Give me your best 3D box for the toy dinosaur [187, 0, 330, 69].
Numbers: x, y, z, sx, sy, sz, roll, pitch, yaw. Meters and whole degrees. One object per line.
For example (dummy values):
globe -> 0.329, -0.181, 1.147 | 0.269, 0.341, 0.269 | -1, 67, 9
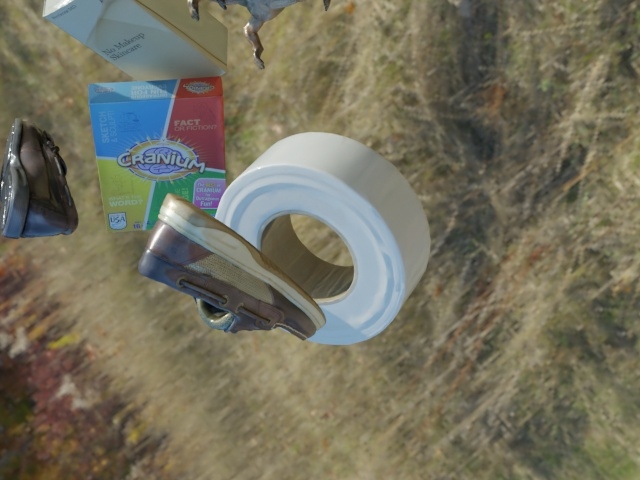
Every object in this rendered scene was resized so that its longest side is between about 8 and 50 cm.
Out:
toy dinosaur -> -0.089, -0.401, 1.552 | 0.296, 0.200, 0.127 | 38, 161, 28

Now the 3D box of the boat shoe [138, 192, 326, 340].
boat shoe -> -0.090, 0.048, 1.048 | 0.103, 0.092, 0.285 | 36, 176, 34

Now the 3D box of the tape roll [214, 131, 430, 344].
tape roll -> 0.000, 0.000, 1.379 | 0.286, 0.100, 0.286 | 15, 128, 20

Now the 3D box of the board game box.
board game box -> -0.301, -0.157, 1.924 | 0.064, 0.242, 0.316 | -103, 11, -45

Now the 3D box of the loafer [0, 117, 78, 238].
loafer -> -0.396, -0.081, 1.427 | 0.302, 0.095, 0.109 | -119, 44, -59

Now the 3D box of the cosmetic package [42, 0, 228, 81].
cosmetic package -> -0.322, -0.390, 1.819 | 0.309, 0.160, 0.113 | 31, -132, -46
